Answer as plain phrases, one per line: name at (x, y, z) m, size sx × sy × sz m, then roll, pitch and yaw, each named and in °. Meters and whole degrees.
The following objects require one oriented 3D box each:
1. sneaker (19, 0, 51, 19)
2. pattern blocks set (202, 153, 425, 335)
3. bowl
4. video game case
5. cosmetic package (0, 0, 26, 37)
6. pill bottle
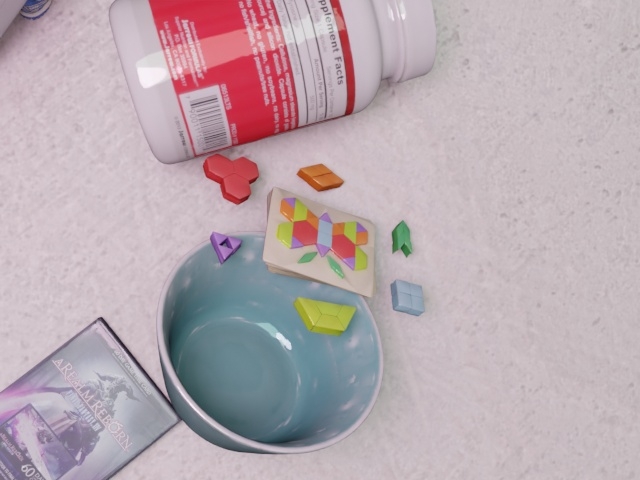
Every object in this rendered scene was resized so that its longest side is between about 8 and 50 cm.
sneaker at (-0.394, -0.384, 1.005) m, size 0.052 × 0.058 × 0.135 m, roll 33°, pitch 83°, yaw -5°
pattern blocks set at (0.000, 0.000, 0.977) m, size 0.324 × 0.026 × 0.286 m, roll 7°, pitch 54°, yaw -28°
bowl at (-0.089, 0.158, 0.934) m, size 0.311 × 0.163 × 0.312 m, roll 17°, pitch 50°, yaw -21°
video game case at (-0.369, 0.272, 0.999) m, size 0.274 × 0.026 × 0.196 m, roll -38°, pitch 93°, yaw -6°
cosmetic package at (-0.588, -0.327, 0.754) m, size 0.327 × 0.394 × 0.329 m, roll -37°, pitch 97°, yaw 29°
pill bottle at (-0.060, -0.264, 0.958) m, size 0.407 × 0.229 × 0.229 m, roll -17°, pitch 90°, yaw -8°
